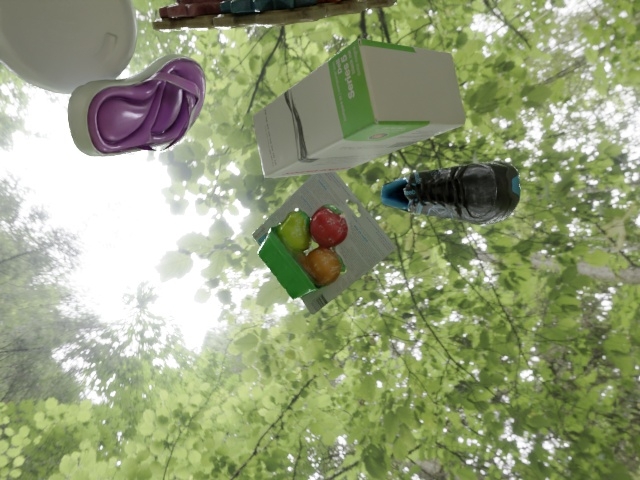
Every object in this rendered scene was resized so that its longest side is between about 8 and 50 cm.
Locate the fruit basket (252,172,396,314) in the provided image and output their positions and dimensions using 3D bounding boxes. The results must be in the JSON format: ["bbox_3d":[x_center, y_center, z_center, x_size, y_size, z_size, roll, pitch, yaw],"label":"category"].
[{"bbox_3d":[0.000,0.000,1.380,0.353,0.165,0.327,-41,-97,18],"label":"fruit basket"}]

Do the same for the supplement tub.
[{"bbox_3d":[-0.495,-0.414,0.819,0.235,0.324,0.236,-25,-48,-30],"label":"supplement tub"}]

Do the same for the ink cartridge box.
[{"bbox_3d":[0.049,-0.190,0.715,0.198,0.272,0.115,-12,-90,-39],"label":"ink cartridge box"}]

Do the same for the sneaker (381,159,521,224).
[{"bbox_3d":[0.256,-0.091,0.946,0.139,0.340,0.125,-4,-88,-23],"label":"sneaker"}]

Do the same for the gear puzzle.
[{"bbox_3d":[-0.010,-0.279,0.513,0.339,0.175,0.044,-41,-45,-47],"label":"gear puzzle"}]

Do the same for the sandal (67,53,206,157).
[{"bbox_3d":[-0.299,-0.245,0.873,0.102,0.170,0.416,11,-147,11],"label":"sandal"}]
